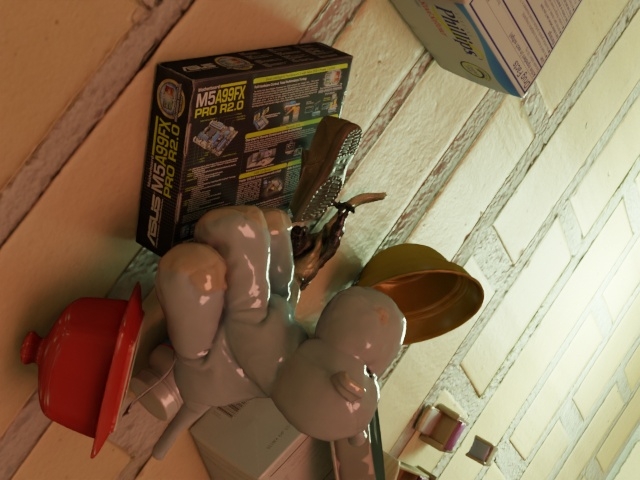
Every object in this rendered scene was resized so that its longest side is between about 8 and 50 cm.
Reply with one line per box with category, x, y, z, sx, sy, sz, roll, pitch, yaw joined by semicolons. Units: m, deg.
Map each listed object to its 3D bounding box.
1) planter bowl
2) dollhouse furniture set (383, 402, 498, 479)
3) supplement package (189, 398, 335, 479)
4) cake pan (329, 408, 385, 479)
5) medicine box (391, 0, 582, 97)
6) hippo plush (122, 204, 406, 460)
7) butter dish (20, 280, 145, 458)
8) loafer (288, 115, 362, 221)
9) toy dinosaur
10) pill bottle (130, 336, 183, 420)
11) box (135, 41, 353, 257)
planter bowl;0.127;0.066;1.664;0.217;0.090;0.217;-9;148;-6
dollhouse furniture set;0.248;0.474;1.978;0.286;0.303;0.198;-59;149;-4
supplement package;-0.066;0.318;1.581;0.139;0.134;0.244;-44;143;-27
cake pan;0.051;0.264;1.609;0.293;0.054;0.293;-8;90;-85
medicine box;0.241;-0.380;1.470;0.289;0.149;0.263;-59;148;-4
hippo plush;-0.043;0.107;1.210;0.294;0.237;0.234;-58;152;-26
butter dish;-0.259;0.125;1.196;0.160;0.118;0.159;-99;-158;-73
loafer;0.001;-0.087;1.342;0.056;0.050;0.148;-6;134;-50
toy dinosaur;0.000;0.000;1.505;0.268;0.064;0.118;-49;160;-20
pill bottle;-0.151;0.144;1.375;0.160;0.087;0.087;-40;142;-30
box;-0.084;-0.109;1.306;0.270;0.060;0.216;-20;128;-47
